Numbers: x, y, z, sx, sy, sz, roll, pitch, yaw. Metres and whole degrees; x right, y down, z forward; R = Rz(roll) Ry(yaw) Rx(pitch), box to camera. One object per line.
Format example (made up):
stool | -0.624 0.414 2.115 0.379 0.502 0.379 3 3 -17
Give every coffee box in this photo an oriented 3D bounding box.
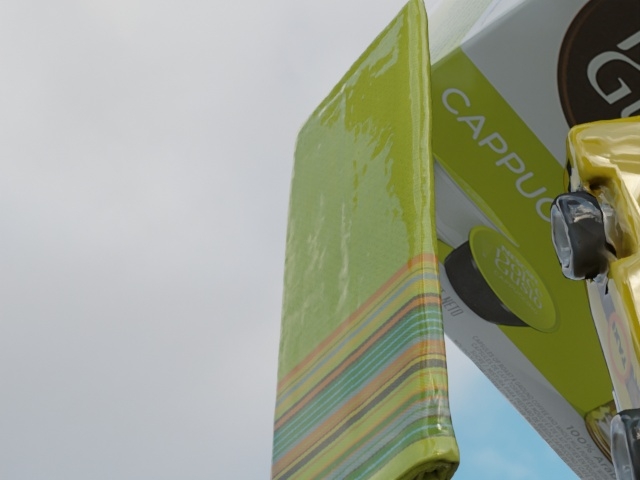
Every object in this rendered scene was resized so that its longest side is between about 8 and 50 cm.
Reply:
coffee box | 0.263 -0.080 0.755 0.337 0.338 0.334 46 -38 -10

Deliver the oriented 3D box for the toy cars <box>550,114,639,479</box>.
toy cars | 0.230 0.100 0.479 0.176 0.394 0.087 -46 -23 -22

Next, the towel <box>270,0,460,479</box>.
towel | 0.018 0.012 0.527 0.021 0.237 0.102 25 -47 -24
